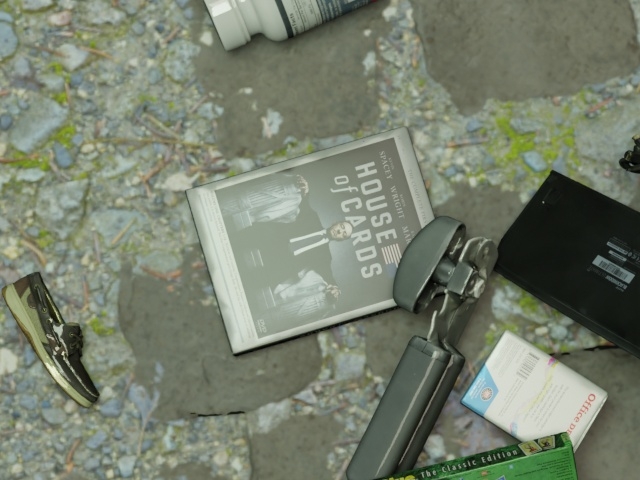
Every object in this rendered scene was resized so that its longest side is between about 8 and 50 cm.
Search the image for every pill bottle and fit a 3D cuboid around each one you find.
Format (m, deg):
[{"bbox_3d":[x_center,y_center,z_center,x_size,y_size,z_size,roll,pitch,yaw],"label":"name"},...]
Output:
[{"bbox_3d":[-0.031,-0.265,1.867,0.180,0.108,0.108,-23,83,-2],"label":"pill bottle"}]

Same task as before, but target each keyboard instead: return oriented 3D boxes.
[{"bbox_3d":[0.312,0.002,1.759,0.033,0.317,0.201,38,87,-39],"label":"keyboard"}]

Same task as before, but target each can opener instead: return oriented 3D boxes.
[{"bbox_3d":[0.091,0.114,1.830,0.095,0.076,0.283,27,92,28],"label":"can opener"}]

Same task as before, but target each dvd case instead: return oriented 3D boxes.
[{"bbox_3d":[0.000,0.000,1.873,0.239,0.029,0.179,-17,84,-1],"label":"dvd case"}]

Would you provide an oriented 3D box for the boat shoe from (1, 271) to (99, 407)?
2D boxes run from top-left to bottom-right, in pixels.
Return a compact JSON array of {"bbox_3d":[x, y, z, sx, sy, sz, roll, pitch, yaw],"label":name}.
[{"bbox_3d":[-0.266,0.099,1.851,0.049,0.056,0.152,-36,84,2],"label":"boat shoe"}]

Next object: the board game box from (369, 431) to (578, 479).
[{"bbox_3d":[0.130,0.278,1.801,0.260,0.030,0.136,-13,117,-1],"label":"board game box"}]

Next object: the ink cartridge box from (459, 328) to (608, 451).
[{"bbox_3d":[0.214,0.159,1.837,0.122,0.052,0.088,32,85,6],"label":"ink cartridge box"}]
